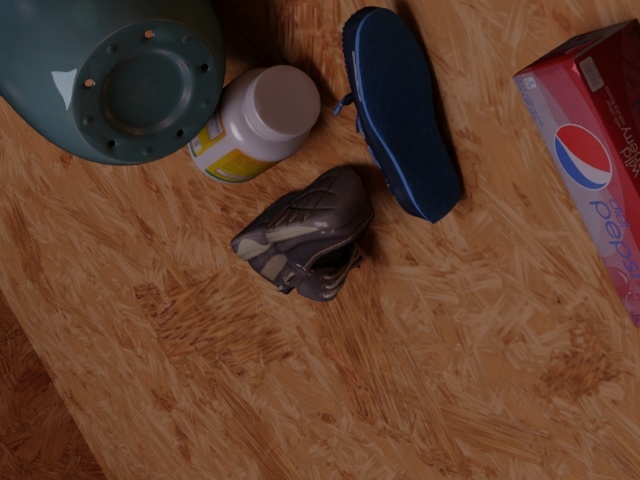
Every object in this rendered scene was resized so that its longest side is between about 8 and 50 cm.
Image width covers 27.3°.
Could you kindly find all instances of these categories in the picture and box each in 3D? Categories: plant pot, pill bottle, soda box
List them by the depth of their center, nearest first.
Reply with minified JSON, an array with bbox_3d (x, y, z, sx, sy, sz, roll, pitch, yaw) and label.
[{"bbox_3d":[0.276,-0.054,1.160,0.092,0.083,0.263,-8,113,62],"label":"soda box"},{"bbox_3d":[-0.245,-0.224,1.571,0.235,0.293,0.293,49,157,46],"label":"plant pot"},{"bbox_3d":[-0.080,-0.146,1.630,0.118,0.117,0.208,58,155,-4],"label":"pill bottle"}]

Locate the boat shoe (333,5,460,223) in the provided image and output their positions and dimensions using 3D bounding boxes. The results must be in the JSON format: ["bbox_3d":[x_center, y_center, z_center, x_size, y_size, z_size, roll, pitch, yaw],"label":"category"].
[{"bbox_3d":[0.066,-0.129,1.413,0.089,0.109,0.258,26,140,51],"label":"boat shoe"}]

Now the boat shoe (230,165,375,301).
[{"bbox_3d":[0.000,0.000,1.679,0.130,0.132,0.355,49,164,-8],"label":"boat shoe"}]
